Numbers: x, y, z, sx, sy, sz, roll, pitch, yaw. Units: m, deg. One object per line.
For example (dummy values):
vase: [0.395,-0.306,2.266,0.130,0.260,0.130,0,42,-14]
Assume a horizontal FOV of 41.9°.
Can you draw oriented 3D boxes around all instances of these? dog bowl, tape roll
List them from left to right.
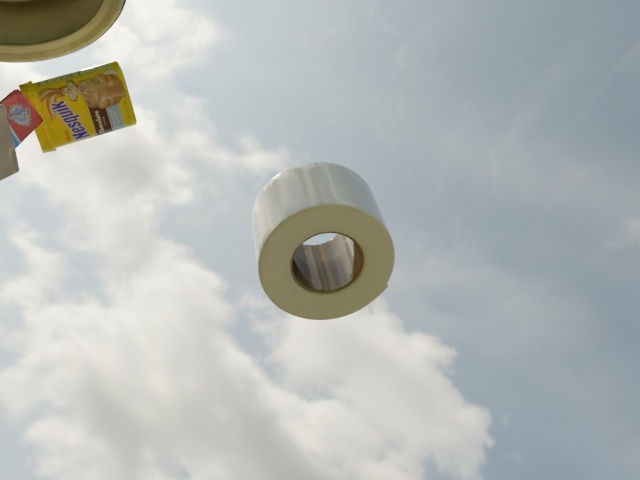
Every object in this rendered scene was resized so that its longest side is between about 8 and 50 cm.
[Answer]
dog bowl: [-0.535,-0.490,1.409,0.408,0.408,0.150,-37,-127,40]
tape roll: [0.000,0.000,1.526,0.246,0.169,0.246,-5,-58,-8]

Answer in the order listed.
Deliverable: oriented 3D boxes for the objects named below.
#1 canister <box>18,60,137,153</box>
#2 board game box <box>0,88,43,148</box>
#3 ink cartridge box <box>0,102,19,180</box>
canister: [-0.415,-0.232,1.444,0.073,0.170,0.126,-123,-161,-46]
board game box: [-0.590,-0.085,1.244,0.317,0.242,0.064,-26,-66,21]
ink cartridge box: [-0.461,-0.086,0.837,0.193,0.235,0.088,29,-44,29]
